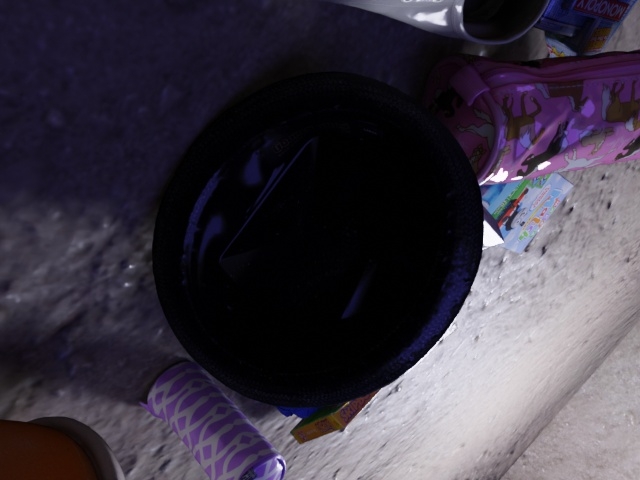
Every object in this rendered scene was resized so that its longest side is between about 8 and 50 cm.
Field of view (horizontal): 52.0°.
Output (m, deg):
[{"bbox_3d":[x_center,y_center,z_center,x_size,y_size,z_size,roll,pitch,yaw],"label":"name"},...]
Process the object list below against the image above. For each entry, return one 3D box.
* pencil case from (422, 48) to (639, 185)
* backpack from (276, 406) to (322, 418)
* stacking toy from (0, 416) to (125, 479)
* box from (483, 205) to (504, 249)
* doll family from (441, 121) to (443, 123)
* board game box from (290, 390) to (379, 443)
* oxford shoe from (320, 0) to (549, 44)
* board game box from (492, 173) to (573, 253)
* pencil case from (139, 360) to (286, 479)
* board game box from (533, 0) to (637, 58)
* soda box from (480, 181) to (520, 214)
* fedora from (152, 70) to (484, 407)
[{"bbox_3d":[0.315,-0.165,0.815,0.387,0.160,0.167,-12,112,-19],"label":"pencil case"},{"bbox_3d":[-0.032,0.206,0.967,0.101,0.098,0.120,-27,155,-19],"label":"backpack"},{"bbox_3d":[-0.406,0.218,0.452,0.350,0.350,0.480,-45,130,-1],"label":"stacking toy"},{"bbox_3d":[0.144,0.001,0.910,0.186,0.038,0.145,-24,153,22],"label":"box"},{"bbox_3d":[0.086,-0.081,0.779,0.076,0.112,0.192,-58,153,-52],"label":"doll family"},{"bbox_3d":[0.034,0.253,1.027,0.124,0.039,0.259,-40,172,-27],"label":"board game box"},{"bbox_3d":[0.057,-0.256,0.537,0.450,0.130,0.169,-3,130,-44],"label":"oxford shoe"},{"bbox_3d":[0.344,-0.063,1.131,0.212,0.039,0.160,13,115,-53],"label":"board game box"},{"bbox_3d":[-0.130,0.236,0.795,0.088,0.206,0.086,-45,141,-10],"label":"pencil case"},{"bbox_3d":[0.343,-0.312,0.844,0.194,0.060,0.194,-10,132,-42],"label":"board game box"},{"bbox_3d":[0.257,-0.109,0.962,0.210,0.067,0.071,-49,147,5],"label":"soda box"},{"bbox_3d":[0.000,0.000,0.681,0.334,0.334,0.152,-51,177,8],"label":"fedora"}]
